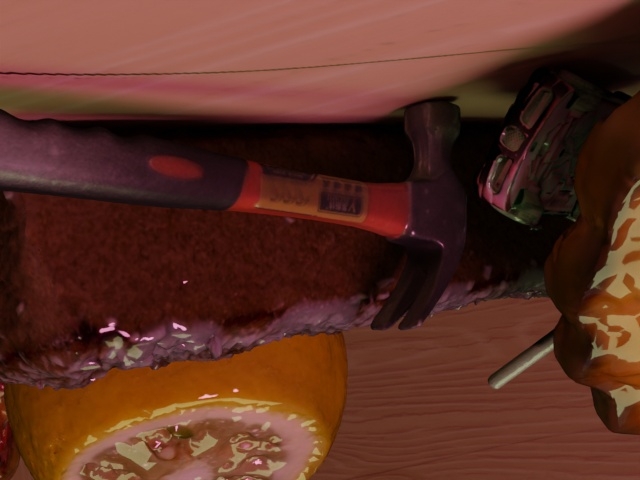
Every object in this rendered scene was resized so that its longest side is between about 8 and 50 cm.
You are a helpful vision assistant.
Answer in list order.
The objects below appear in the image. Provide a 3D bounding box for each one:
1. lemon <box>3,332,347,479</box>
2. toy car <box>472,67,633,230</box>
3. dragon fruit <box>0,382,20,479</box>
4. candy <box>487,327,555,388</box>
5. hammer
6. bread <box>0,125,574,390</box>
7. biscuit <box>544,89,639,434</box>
[{"bbox_3d":[-0.104,0.073,0.769,0.240,0.219,0.240,-8,143,-6],"label":"lemon"},{"bbox_3d":[0.112,-0.046,0.507,0.055,0.069,0.142,35,-162,26],"label":"toy car"},{"bbox_3d":[-0.399,0.128,0.942,0.263,0.314,0.296,-52,-174,8],"label":"dragon fruit"},{"bbox_3d":[0.186,0.008,0.574,0.084,0.078,0.288,0,145,-45],"label":"candy"},{"bbox_3d":[-0.039,-0.023,0.427,0.288,0.111,0.033,8,168,-43],"label":"hammer"},{"bbox_3d":[0.000,0.000,0.600,0.417,0.113,0.165,-6,178,-37],"label":"bread"},{"bbox_3d":[0.242,-0.016,0.437,0.329,0.078,0.335,-31,136,21],"label":"biscuit"}]
